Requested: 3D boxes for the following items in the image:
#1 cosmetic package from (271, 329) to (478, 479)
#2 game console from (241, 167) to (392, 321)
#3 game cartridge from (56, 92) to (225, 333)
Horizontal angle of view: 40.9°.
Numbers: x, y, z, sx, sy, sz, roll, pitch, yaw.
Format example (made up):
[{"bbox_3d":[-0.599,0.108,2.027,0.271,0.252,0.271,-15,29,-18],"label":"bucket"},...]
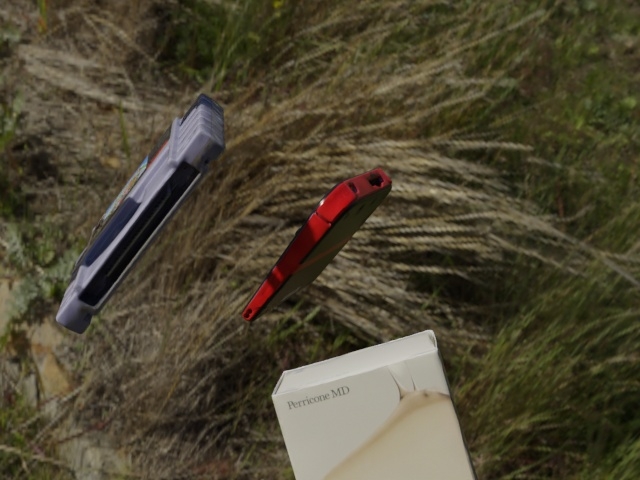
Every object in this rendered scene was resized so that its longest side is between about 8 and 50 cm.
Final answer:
[{"bbox_3d":[0.076,0.258,0.803,0.160,0.113,0.309,-18,93,5],"label":"cosmetic package"},{"bbox_3d":[0.000,0.000,1.830,0.060,0.342,0.386,43,21,8],"label":"game console"},{"bbox_3d":[-0.267,-0.050,1.286,0.068,0.355,0.230,34,15,-23],"label":"game cartridge"}]
